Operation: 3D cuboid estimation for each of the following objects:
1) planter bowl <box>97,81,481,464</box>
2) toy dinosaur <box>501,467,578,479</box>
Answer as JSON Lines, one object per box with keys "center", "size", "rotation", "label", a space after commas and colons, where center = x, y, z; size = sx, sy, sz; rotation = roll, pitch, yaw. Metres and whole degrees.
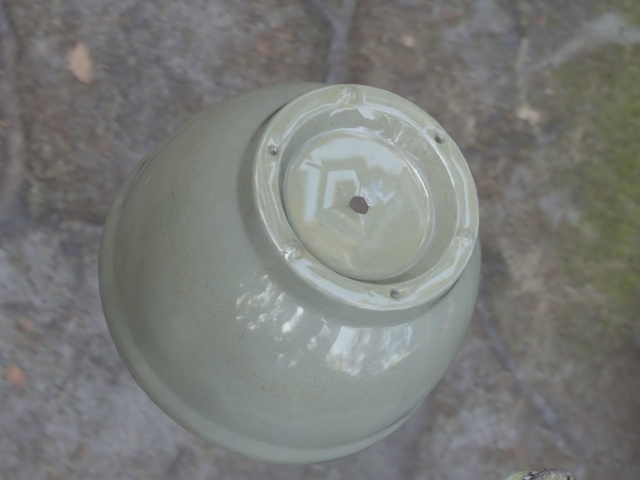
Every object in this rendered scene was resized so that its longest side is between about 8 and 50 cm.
{"center": [0.000, 0.000, 0.785], "size": [0.162, 0.109, 0.162], "rotation": [8, 65, -19], "label": "planter bowl"}
{"center": [-0.009, 0.177, 0.621], "size": [0.064, 0.118, 0.268], "rotation": [4, 112, -49], "label": "toy dinosaur"}
